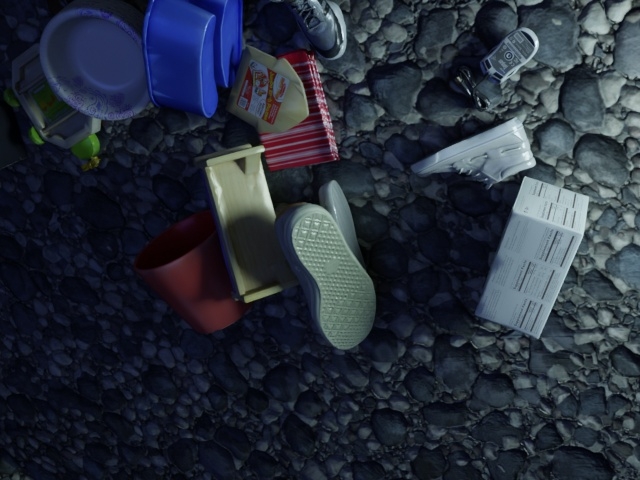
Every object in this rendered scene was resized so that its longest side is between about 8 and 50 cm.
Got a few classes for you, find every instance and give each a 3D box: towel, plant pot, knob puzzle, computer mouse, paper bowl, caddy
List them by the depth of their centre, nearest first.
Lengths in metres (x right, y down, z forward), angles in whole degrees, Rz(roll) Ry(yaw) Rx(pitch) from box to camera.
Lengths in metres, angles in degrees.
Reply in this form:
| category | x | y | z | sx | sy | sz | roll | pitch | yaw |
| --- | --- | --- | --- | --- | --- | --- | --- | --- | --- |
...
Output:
| category | x | y | z | sx | sy | sz | roll | pitch | yaw |
| --- | --- | --- | --- | --- | --- | --- | --- | --- | --- |
| computer mouse | 0.370 | -0.360 | 1.497 | 0.106 | 0.042 | 0.193 | 51 | 129 | 0 |
| caddy | -0.296 | -0.437 | 1.611 | 0.179 | 0.241 | 0.341 | 20 | 144 | 8 |
| knob puzzle | -0.110 | -0.336 | 1.689 | 0.213 | 0.030 | 0.213 | 10 | 118 | 20 |
| towel | -0.076 | -0.304 | 1.728 | 0.198 | 0.031 | 0.275 | -5 | 112 | 27 |
| paper bowl | -0.511 | -0.446 | 1.754 | 0.284 | 0.148 | 0.284 | 5 | 128 | 6 |
| plant pot | -0.308 | 0.092 | 1.903 | 0.275 | 0.275 | 0.243 | -15 | 116 | 29 |

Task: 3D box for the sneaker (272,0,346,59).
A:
| category | x | y | z | sx | sy | sz | roll | pitch | yaw |
| --- | --- | --- | --- | --- | --- | --- | --- | --- | --- |
| sneaker | -0.041 | -0.499 | 1.541 | 0.101 | 0.153 | 0.269 | -18 | 106 | 29 |

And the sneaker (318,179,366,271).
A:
| category | x | y | z | sx | sy | sz | roll | pitch | yaw |
| --- | --- | --- | --- | --- | --- | --- | --- | --- | --- |
| sneaker | 0.000 | 0.000 | 1.798 | 0.169 | 0.108 | 0.293 | -6 | 113 | 23 |

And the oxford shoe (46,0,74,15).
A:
| category | x | y | z | sx | sy | sz | roll | pitch | yaw |
| --- | --- | --- | --- | --- | --- | --- | --- | --- | --- |
| oxford shoe | -0.655 | -0.611 | 1.802 | 0.096 | 0.083 | 0.227 | -26 | 102 | 33 |

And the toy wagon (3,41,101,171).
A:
| category | x | y | z | sx | sy | sz | roll | pitch | yaw |
| --- | --- | --- | --- | --- | --- | --- | --- | --- | --- |
| toy wagon | -0.690 | -0.350 | 1.955 | 0.267 | 0.068 | 0.344 | -21 | 105 | 31 |

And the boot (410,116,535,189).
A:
| category | x | y | z | sx | sy | sz | roll | pitch | yaw |
| --- | --- | --- | --- | --- | --- | --- | --- | --- | --- |
| boot | 0.329 | -0.161 | 1.577 | 0.258 | 0.095 | 0.123 | -21 | 98 | 30 |

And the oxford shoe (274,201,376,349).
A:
| category | x | y | z | sx | sy | sz | roll | pitch | yaw |
| --- | --- | --- | --- | --- | --- | --- | --- | --- | --- |
| oxford shoe | 0.014 | 0.080 | 1.720 | 0.130 | 0.169 | 0.449 | 42 | 161 | 51 |

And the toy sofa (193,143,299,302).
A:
| category | x | y | z | sx | sy | sz | roll | pitch | yaw |
| --- | --- | --- | --- | --- | --- | --- | --- | --- | --- |
| toy sofa | -0.186 | -0.042 | 1.761 | 0.177 | 0.150 | 0.363 | 10 | 116 | 66 |

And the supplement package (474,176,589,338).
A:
| category | x | y | z | sx | sy | sz | roll | pitch | yaw |
| --- | --- | --- | --- | --- | --- | --- | --- | --- | --- |
| supplement package | 0.450 | 0.032 | 1.555 | 0.145 | 0.204 | 0.262 | 21 | 121 | 13 |

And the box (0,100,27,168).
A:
| category | x | y | z | sx | sy | sz | roll | pitch | yaw |
| --- | --- | --- | --- | --- | --- | --- | --- | --- | --- |
| box | -1.072 | -0.258 | 2.023 | 0.343 | 0.312 | 0.179 | 2 | 115 | 23 |
